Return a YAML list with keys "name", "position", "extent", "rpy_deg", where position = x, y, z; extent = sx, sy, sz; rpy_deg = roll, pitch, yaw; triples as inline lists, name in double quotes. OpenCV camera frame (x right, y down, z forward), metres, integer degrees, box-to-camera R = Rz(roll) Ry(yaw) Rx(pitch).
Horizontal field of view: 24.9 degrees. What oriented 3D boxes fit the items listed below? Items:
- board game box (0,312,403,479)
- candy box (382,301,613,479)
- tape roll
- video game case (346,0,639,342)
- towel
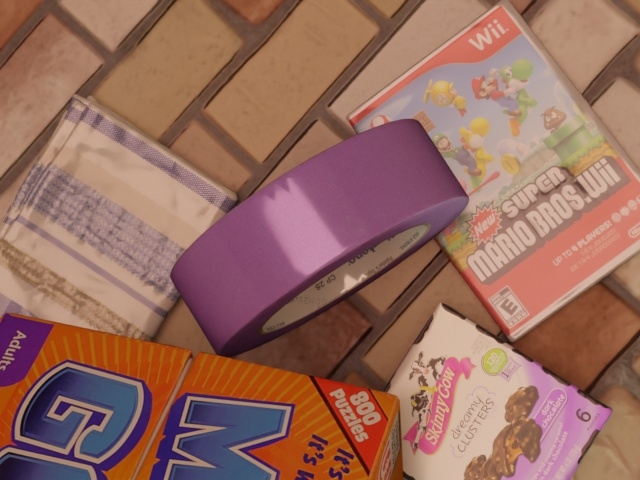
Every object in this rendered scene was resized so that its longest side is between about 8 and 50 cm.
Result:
- name: "board game box"
  position: [-0.145, 0.335, 1.213]
  extent: [0.356, 0.356, 0.357]
  rpy_deg: [10, 49, 14]
- name: "candy box"
  position: [0.156, 0.180, 1.406]
  extent: [0.196, 0.070, 0.165]
  rpy_deg: [32, 90, 10]
- name: "tape roll"
  position: [0.000, 0.000, 1.344]
  extent: [0.274, 0.275, 0.090]
  rpy_deg: [-34, 80, 5]
- name: "video game case"
  position: [0.189, -0.071, 1.448]
  extent: [0.204, 0.025, 0.285]
  rpy_deg: [-37, 80, 4]
- name: "towel"
  position: [-0.238, 0.016, 1.504]
  extent: [0.209, 0.034, 0.285]
  rpy_deg: [32, 92, 8]
